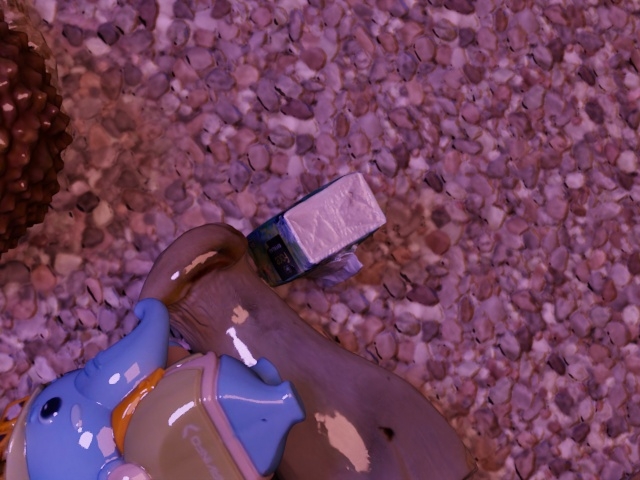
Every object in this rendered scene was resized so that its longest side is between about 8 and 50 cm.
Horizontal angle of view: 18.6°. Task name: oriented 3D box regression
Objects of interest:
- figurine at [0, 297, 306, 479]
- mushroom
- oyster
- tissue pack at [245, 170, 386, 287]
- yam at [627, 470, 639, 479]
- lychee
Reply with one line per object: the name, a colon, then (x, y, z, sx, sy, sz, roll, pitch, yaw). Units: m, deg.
figurine: (-0.138, 0.148, 1.516, 0.262, 0.154, 0.180, -25, 48, 8)
mushroom: (-0.015, 0.123, 1.635, 0.329, 0.122, 0.159, 48, 30, -5)
oyster: (-0.255, -0.162, 1.624, 0.200, 0.061, 0.106, 46, 65, -6)
tissue pack: (0.000, 0.001, 1.657, 0.085, 0.111, 0.079, -31, 90, -23)
yam: (0.200, 0.291, 1.694, 0.299, 0.066, 0.066, -29, 89, -25)
lychee: (-0.322, -0.085, 1.476, 0.267, 0.267, 0.267, 5, 76, -20)
